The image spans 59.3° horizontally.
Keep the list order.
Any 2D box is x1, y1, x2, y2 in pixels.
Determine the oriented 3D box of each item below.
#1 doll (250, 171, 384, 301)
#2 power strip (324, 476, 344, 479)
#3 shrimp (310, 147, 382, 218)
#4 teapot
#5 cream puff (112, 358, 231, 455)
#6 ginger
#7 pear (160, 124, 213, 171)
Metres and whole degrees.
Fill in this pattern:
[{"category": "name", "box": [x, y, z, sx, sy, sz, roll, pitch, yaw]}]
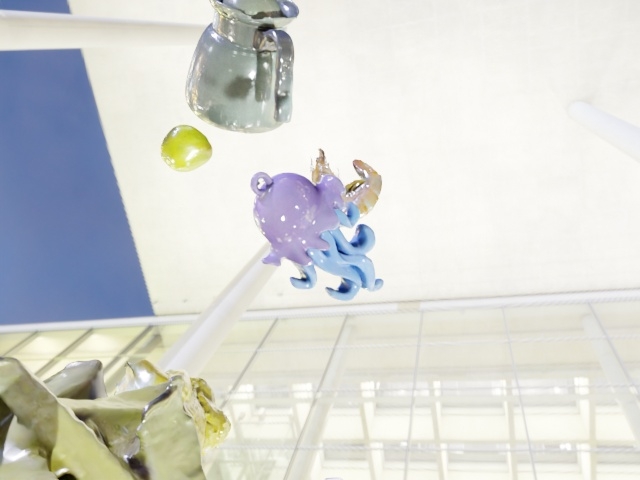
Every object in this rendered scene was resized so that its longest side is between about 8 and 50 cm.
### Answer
[{"category": "doll", "box": [0.000, 0.000, 0.560, 0.206, 0.067, 0.110, 44, -106, -35]}, {"category": "power strip", "box": [0.044, 0.461, 0.900, 0.037, 0.279, 0.109, 0, -101, -9]}, {"category": "shrimp", "box": [0.031, -0.088, 0.784, 0.095, 0.163, 0.045, -31, -44, 17]}, {"category": "teapot", "box": [-0.147, -0.358, 1.082, 0.223, 0.305, 0.285, 11, -53, -6]}, {"category": "cream puff", "box": [-0.314, 0.394, 1.068, 0.323, 0.274, 0.269, -33, -43, 30]}, {"category": "ginger", "box": [-0.259, 0.228, 0.571, 0.358, 0.413, 0.211, 14, -65, -1]}, {"category": "pear", "box": [-0.255, -0.174, 1.082, 0.096, 0.092, 0.092, 14, -68, 1]}]
